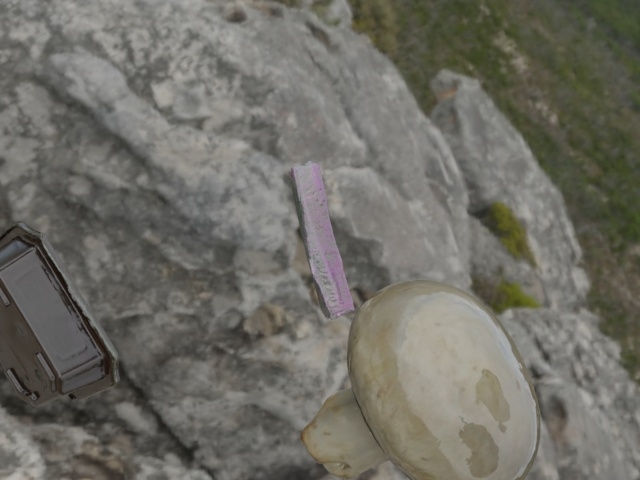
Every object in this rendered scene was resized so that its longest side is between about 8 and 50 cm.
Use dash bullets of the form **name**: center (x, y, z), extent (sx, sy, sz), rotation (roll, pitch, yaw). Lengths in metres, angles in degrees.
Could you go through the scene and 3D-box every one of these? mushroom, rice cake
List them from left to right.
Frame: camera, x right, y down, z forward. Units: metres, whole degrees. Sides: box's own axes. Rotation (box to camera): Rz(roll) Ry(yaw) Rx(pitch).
- **rice cake**: center (0.000, 0.000, 1.205), extent (0.036, 0.047, 0.206), rotation (150, -72, -80)
- **mushroom**: center (0.079, 0.139, 0.794), extent (0.204, 0.204, 0.204), rotation (35, 45, -45)

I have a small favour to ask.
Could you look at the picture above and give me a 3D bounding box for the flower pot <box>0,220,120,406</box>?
- **flower pot**: center (-0.383, 0.113, 1.225), extent (0.084, 0.179, 0.251), rotation (-35, 96, -44)
